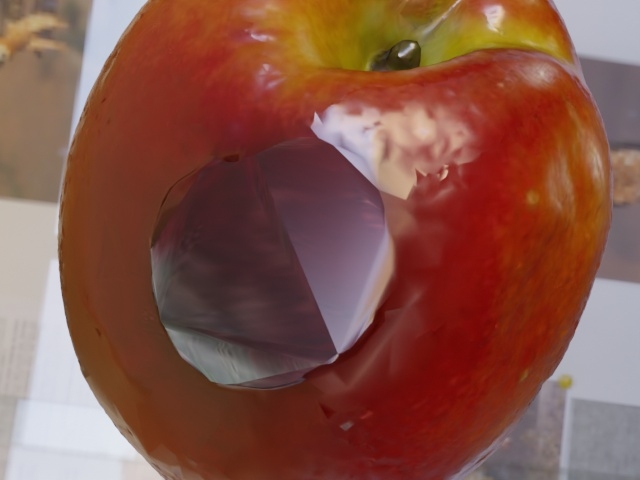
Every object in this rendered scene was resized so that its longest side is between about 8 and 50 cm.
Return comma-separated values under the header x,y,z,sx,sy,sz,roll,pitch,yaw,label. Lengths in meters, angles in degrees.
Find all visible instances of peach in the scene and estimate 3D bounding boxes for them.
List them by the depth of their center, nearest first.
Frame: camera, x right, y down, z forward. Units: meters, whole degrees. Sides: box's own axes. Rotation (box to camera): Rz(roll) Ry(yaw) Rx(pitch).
x,y,z,sx,sy,sz,roll,pitch,yaw,label
0.002,-0.006,0.748,0.406,0.335,0.310,-61,-3,22,peach
